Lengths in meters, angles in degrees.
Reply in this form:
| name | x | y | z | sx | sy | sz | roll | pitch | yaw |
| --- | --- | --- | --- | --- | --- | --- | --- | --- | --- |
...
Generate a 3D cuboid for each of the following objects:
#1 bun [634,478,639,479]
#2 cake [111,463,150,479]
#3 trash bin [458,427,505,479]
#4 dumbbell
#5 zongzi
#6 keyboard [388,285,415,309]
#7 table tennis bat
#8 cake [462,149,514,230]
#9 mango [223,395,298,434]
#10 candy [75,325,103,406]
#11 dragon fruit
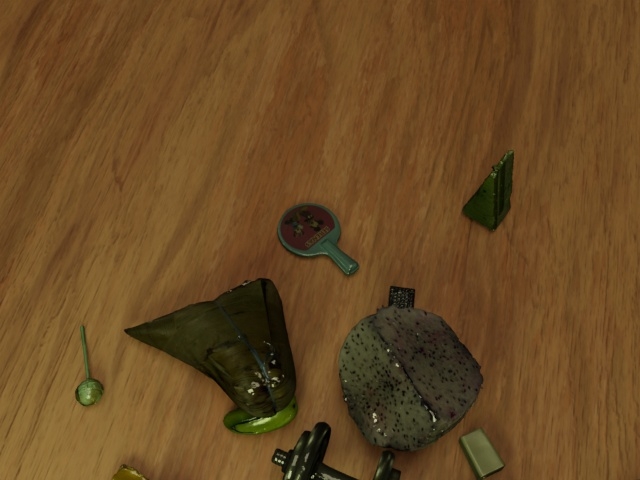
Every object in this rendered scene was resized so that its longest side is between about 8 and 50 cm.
| name | x | y | z | sx | sy | sz | roll | pitch | yaw |
| --- | --- | --- | --- | --- | --- | --- | --- | --- | --- |
| bun | 0.639 | 0.624 | 1.373 | 0.365 | 0.202 | 0.364 | 2 | 66 | -5 |
| cake | -0.424 | 0.534 | 1.485 | 0.185 | 0.079 | 0.116 | -40 | 71 | -15 |
| trash bin | 0.337 | 0.449 | 1.556 | 0.061 | 0.043 | 0.092 | -22 | 62 | -12 |
| dumbbell | 0.040 | 0.477 | 1.455 | 0.290 | 0.192 | 0.192 | 20 | 63 | 11 |
| zongzi | -0.242 | 0.251 | 1.569 | 0.361 | 0.159 | 0.323 | -11 | 38 | -4 |
| keyboard | 0.182 | 0.201 | 1.707 | 0.061 | 0.013 | 0.204 | 7 | 61 | 4 |
| table tennis bat | 0.000 | 0.000 | 1.807 | 0.153 | 0.040 | 0.244 | -38 | 63 | -20 |
| cake | 0.428 | -0.118 | 1.762 | 0.099 | 0.235 | 0.100 | 38 | 68 | 9 |
| mango | -0.127 | 0.371 | 1.579 | 0.165 | 0.074 | 0.091 | -19 | 29 | 6 |
| candy | -0.524 | 0.275 | 1.648 | 0.061 | 0.061 | 0.202 | -15 | 55 | -8 |
| dragon fruit | 0.186 | 0.293 | 1.561 | 0.221 | 0.204 | 0.283 | -14 | 60 | -40 |
